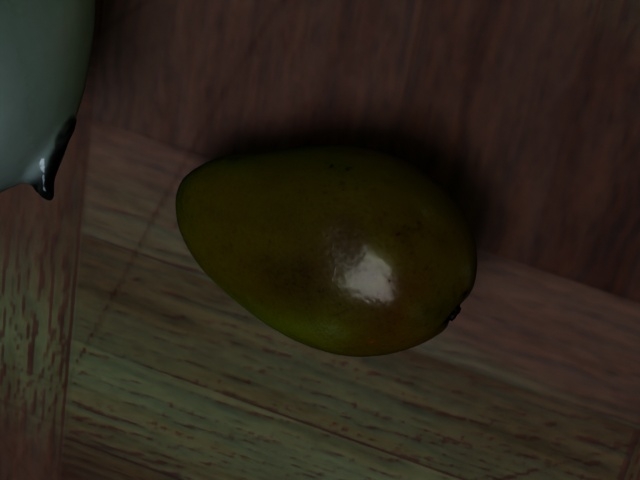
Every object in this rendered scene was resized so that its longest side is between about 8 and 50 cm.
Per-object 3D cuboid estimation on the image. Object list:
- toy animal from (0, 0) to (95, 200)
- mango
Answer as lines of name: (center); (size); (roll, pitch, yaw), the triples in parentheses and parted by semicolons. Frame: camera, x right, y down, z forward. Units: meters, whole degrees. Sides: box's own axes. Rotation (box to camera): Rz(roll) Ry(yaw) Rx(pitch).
toy animal: (-0.212, -0.124, 0.961); (0.187, 0.165, 0.235); (-10, 122, 31)
mango: (0.003, 0.005, 1.017); (0.163, 0.089, 0.111); (-1, 114, 36)
